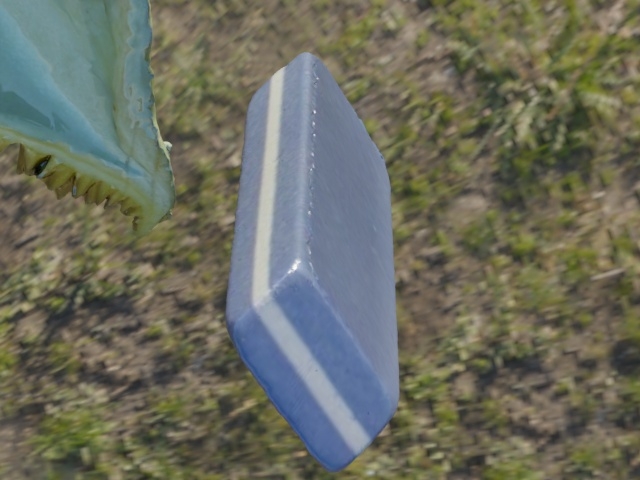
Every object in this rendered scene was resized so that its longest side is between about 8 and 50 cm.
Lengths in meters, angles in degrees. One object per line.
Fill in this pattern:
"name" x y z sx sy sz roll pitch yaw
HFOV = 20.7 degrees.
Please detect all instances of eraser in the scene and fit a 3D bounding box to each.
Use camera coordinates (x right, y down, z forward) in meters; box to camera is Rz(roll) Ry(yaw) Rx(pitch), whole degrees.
"eraser" 0.000 0.000 0.745 0.036 0.225 0.082 -27 116 15

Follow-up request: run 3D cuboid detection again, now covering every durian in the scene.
"durian" -0.105 -0.121 0.614 0.139 0.252 0.144 19 35 19
